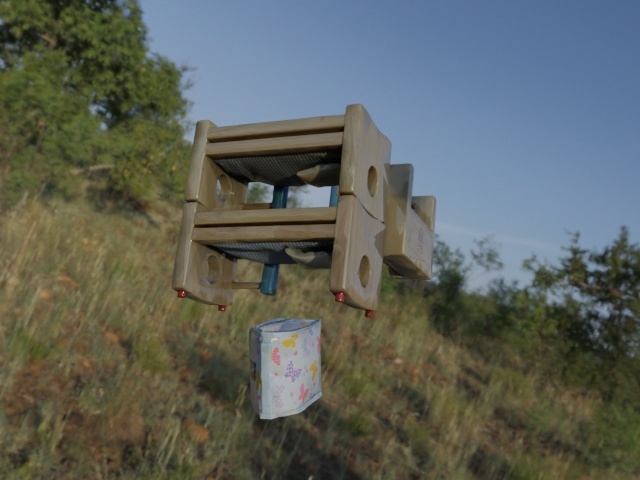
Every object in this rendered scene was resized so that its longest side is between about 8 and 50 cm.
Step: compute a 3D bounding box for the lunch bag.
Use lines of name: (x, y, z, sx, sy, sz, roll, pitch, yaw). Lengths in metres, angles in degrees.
lunch bag: (-0.032, 0.102, 0.562, 0.053, 0.071, 0.083, -1, 3, 17)

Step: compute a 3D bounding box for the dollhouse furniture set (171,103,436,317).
dollhouse furniture set: (0.000, 0.000, 0.525, 0.129, 0.128, 0.184, -1, -17, 25)
